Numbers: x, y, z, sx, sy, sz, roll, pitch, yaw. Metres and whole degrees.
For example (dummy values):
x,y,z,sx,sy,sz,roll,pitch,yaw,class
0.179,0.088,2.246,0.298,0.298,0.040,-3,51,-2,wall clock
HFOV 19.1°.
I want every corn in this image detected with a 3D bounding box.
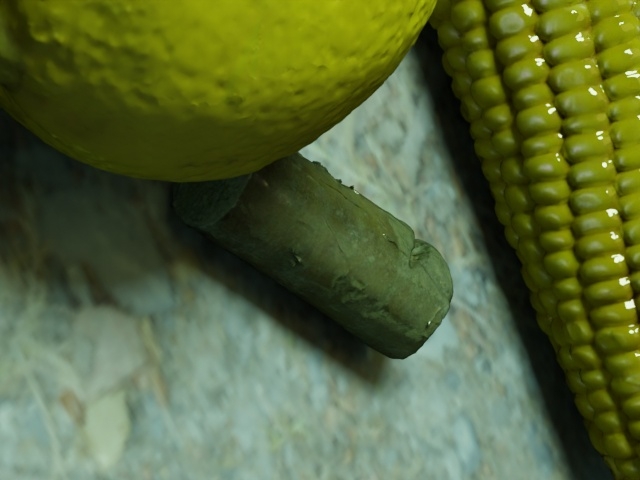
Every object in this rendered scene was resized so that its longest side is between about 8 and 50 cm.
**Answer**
x,y,z,sx,sy,sz,roll,pitch,yaw,class
0.139,-0.047,0.888,0.144,0.144,0.387,-17,92,-52,corn

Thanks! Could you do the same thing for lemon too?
x,y,z,sx,sy,sz,roll,pitch,yaw,class
-0.049,-0.109,0.656,0.203,0.178,0.178,-38,105,-37,lemon

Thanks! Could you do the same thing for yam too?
x,y,z,sx,sy,sz,roll,pitch,yaw,class
0.000,0.000,0.767,0.132,0.054,0.054,34,51,-36,yam
